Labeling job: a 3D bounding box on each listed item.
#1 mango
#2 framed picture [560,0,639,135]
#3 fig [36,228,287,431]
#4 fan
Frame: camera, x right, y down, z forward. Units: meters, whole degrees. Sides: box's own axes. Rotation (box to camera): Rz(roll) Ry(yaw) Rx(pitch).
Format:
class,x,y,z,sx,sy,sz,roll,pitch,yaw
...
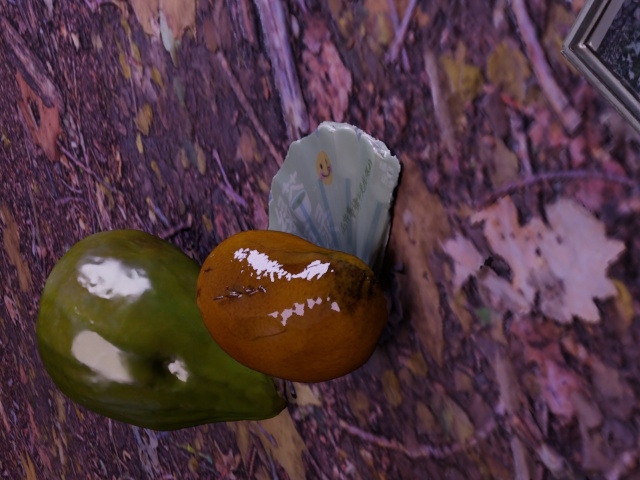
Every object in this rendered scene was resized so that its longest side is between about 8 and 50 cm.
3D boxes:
class,x,y,z,sx,sy,sz,roll,pitch,yaw
mango,-0.023,0.048,0.650,0.159,0.084,0.105,15,125,58
framed picture,0.162,-0.090,0.346,0.142,0.011,0.183,56,147,26
fig,-0.151,0.090,0.840,0.233,0.167,0.167,49,145,47
fan,0.000,0.000,0.682,0.131,0.009,0.240,61,150,23
